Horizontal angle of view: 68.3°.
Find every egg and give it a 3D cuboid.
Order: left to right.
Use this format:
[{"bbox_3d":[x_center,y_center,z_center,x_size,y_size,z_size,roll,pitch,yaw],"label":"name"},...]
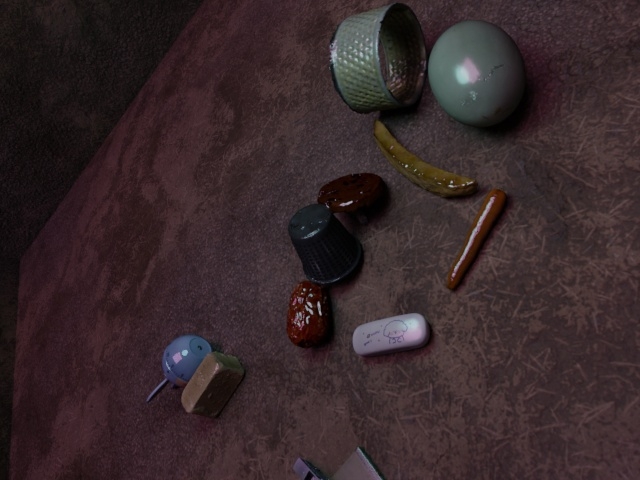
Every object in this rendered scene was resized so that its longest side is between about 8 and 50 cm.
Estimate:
[{"bbox_3d":[0.355,-0.384,1.084,0.202,0.203,0.283,-32,47,27],"label":"egg"}]

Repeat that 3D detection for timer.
[{"bbox_3d":[-0.418,0.413,1.454,0.175,0.175,0.256,35,112,46],"label":"timer"}]

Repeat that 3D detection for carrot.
[{"bbox_3d":[0.337,-0.003,1.029,0.043,0.043,0.248,29,92,46],"label":"carrot"}]

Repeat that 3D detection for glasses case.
[{"bbox_3d":[0.157,0.217,1.078,0.197,0.049,0.076,-20,57,35],"label":"glasses case"}]

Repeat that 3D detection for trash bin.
[{"bbox_3d":[0.000,0.000,1.216,0.175,0.161,0.176,-17,45,18],"label":"trash bin"}]

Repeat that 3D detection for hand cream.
[{"bbox_3d":[0.103,-0.078,1.300,0.035,0.022,0.102,-48,40,14],"label":"hand cream"}]

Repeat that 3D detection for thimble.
[{"bbox_3d":[0.163,-0.482,1.269,0.149,0.270,0.271,5,73,41],"label":"thimble"}]

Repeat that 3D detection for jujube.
[{"bbox_3d":[-0.031,0.191,1.233,0.112,0.109,0.176,-1,55,4],"label":"jujube"}]

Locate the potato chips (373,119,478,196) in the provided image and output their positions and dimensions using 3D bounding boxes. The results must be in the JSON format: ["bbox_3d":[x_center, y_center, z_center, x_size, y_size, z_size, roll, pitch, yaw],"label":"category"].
[{"bbox_3d":[0.236,-0.203,1.210,0.080,0.057,0.407,-42,45,1],"label":"potato chips"}]

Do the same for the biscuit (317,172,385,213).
[{"bbox_3d":[0.081,-0.128,1.272,0.191,0.049,0.192,-14,32,9],"label":"biscuit"}]

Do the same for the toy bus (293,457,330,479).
[{"bbox_3d":[-0.018,0.531,1.057,0.037,0.052,0.130,-57,18,-15],"label":"toy bus"}]

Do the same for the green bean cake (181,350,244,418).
[{"bbox_3d":[-0.313,0.419,1.370,0.085,0.109,0.179,39,98,46],"label":"green bean cake"}]

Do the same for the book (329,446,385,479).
[{"bbox_3d":[0.097,0.605,0.959,0.215,0.025,0.283,-52,45,8],"label":"book"}]
